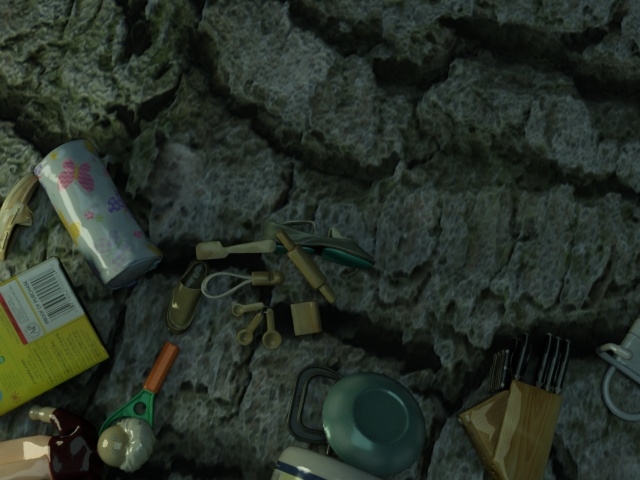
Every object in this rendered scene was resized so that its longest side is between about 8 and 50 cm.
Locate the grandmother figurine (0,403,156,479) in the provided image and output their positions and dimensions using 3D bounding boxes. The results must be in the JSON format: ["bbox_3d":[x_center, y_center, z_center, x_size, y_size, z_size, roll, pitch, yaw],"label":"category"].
[{"bbox_3d":[-0.442,0.373,1.598,0.343,0.104,0.207,-15,87,-1],"label":"grandmother figurine"}]

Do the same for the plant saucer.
[{"bbox_3d":[0.101,0.312,1.672,0.195,0.037,0.195,10,55,-15],"label":"plant saucer"}]

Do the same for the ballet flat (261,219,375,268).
[{"bbox_3d":[0.000,0.000,1.756,0.213,0.072,0.068,10,71,-3],"label":"ballet flat"}]

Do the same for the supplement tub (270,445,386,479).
[{"bbox_3d":[-0.010,0.522,1.546,0.235,0.235,0.324,22,76,0],"label":"supplement tub"}]

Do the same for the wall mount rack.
[{"bbox_3d":[0.686,0.200,1.742,0.304,0.130,0.350,35,77,3],"label":"wall mount rack"}]

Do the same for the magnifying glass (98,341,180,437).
[{"bbox_3d":[-0.312,0.287,1.683,0.092,0.026,0.231,26,78,1],"label":"magnifying glass"}]

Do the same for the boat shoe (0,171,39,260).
[{"bbox_3d":[-0.545,-0.040,1.721,0.059,0.063,0.170,29,85,-1],"label":"boat shoe"}]

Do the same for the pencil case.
[{"bbox_3d":[-0.394,-0.047,1.708,0.124,0.113,0.273,-31,81,-25],"label":"pencil case"}]

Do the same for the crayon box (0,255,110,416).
[{"bbox_3d":[-0.548,0.185,1.630,0.319,0.081,0.202,-27,96,-12],"label":"crayon box"}]

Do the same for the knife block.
[{"bbox_3d":[0.382,0.312,1.708,0.242,0.088,0.275,-26,80,-10],"label":"knife block"}]

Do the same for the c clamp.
[{"bbox_3d":[0.011,0.304,1.712,0.137,0.022,0.160,6,78,1],"label":"c clamp"}]

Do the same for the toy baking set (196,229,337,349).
[{"bbox_3d":[-0.098,0.081,1.708,0.197,0.030,0.256,-34,99,-3],"label":"toy baking set"}]

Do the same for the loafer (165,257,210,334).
[{"bbox_3d":[-0.240,0.096,1.719,0.056,0.050,0.148,17,76,-1],"label":"loafer"}]
